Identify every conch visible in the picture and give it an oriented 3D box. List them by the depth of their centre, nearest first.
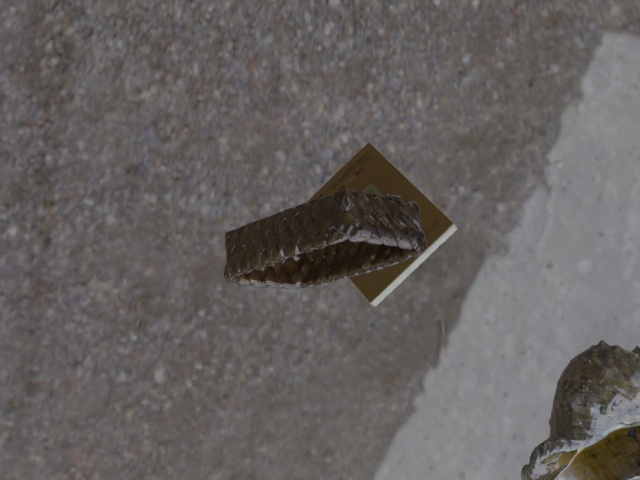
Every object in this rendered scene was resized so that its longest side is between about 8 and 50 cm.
[{"bbox_3d":[0.305,0.198,1.296,0.155,0.130,0.207,42,87,2],"label":"conch"}]

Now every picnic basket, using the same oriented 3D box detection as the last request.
[{"bbox_3d":[0.000,0.000,1.079,0.110,0.055,0.193,8,164,-39],"label":"picnic basket"}]

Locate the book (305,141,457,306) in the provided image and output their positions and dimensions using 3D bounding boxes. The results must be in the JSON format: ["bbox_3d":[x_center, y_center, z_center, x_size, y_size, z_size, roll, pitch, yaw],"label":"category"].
[{"bbox_3d":[0.054,-0.020,1.291,0.118,0.172,0.012,-44,136,3],"label":"book"}]
